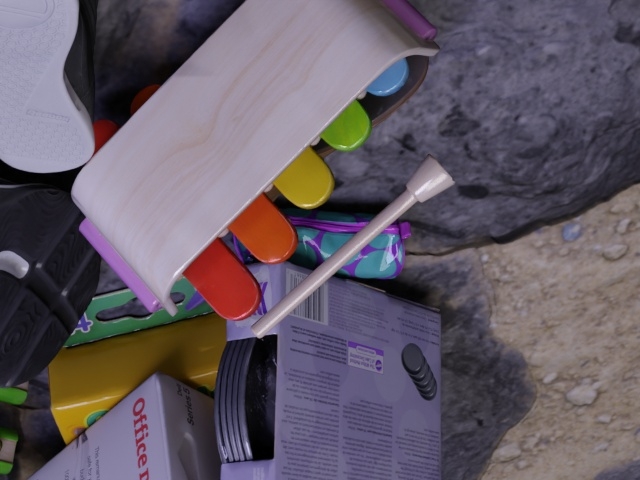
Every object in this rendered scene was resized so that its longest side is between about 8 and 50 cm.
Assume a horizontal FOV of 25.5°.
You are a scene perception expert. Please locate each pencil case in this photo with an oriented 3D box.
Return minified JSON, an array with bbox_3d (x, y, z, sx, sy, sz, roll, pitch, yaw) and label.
[{"bbox_3d":[0.000,0.000,1.282,0.151,0.064,0.070,3,147,-18],"label":"pencil case"}]

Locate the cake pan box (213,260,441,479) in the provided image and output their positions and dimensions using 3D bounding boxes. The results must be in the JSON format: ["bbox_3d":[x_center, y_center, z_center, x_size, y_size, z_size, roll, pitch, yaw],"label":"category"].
[{"bbox_3d":[0.015,0.161,1.277,0.070,0.246,0.267,-13,160,36],"label":"cake pan box"}]

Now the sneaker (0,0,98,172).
[{"bbox_3d":[-0.214,-0.178,0.977,0.104,0.147,0.296,-6,154,-3],"label":"sneaker"}]

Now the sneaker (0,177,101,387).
[{"bbox_3d":[-0.354,-0.033,1.122,0.169,0.257,0.447,-59,159,-8],"label":"sneaker"}]

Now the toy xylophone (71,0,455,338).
[{"bbox_3d":[-0.041,-0.063,1.079,0.322,0.236,0.081,-37,166,8],"label":"toy xylophone"}]

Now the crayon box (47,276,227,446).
[{"bbox_3d":[-0.144,0.181,1.403,0.203,0.083,0.323,-14,134,-2],"label":"crayon box"}]

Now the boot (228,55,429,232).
[{"bbox_3d":[-0.040,-0.088,1.186,0.305,0.112,0.115,-28,156,13],"label":"boot"}]

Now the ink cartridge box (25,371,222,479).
[{"bbox_3d":[-0.188,0.282,1.289,0.273,0.198,0.115,-40,130,24],"label":"ink cartridge box"}]

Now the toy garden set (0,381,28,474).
[{"bbox_3d":[-0.364,0.198,1.249,0.204,0.244,0.049,21,158,-35],"label":"toy garden set"}]
